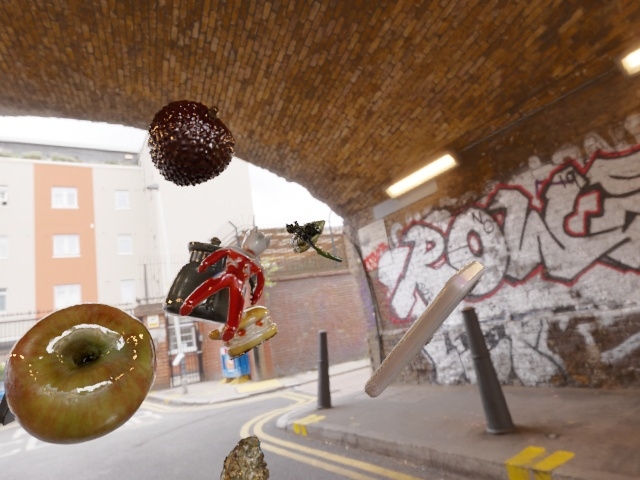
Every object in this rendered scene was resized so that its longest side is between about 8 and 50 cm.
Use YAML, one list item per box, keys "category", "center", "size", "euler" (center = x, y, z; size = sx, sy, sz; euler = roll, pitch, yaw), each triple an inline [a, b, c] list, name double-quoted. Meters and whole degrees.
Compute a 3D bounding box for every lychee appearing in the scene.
- category: "lychee"
  center: [-0.415, -0.312, 1.327]
  size: [0.304, 0.276, 0.276]
  euler: [-42, -27, 24]

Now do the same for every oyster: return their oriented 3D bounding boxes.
- category: "oyster"
  center: [-0.246, 0.796, 1.380]
  size: [0.092, 0.260, 0.198]
  euler: [-20, -37, 29]

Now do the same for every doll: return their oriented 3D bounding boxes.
- category: "doll"
  center: [-0.237, 0.091, 1.163]
  size: [0.188, 0.384, 0.099]
  euler: [37, -48, -10]

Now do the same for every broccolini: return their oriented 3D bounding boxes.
- category: "broccolini"
  center: [0.005, 0.004, 1.441]
  size: [0.271, 0.062, 0.123]
  euler: [36, -22, -35]

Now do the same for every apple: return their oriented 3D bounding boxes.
- category: "apple"
  center: [-0.462, 0.261, 0.813]
  size: [0.264, 0.264, 0.264]
  euler: [-9, -12, -2]

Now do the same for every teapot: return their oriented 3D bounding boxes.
- category: "teapot"
  center: [-0.356, 0.116, 1.340]
  size: [0.223, 0.285, 0.305]
  euler: [20, -21, -32]

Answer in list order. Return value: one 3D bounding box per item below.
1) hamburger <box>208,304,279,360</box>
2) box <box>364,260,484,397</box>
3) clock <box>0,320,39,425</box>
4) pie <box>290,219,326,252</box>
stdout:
- category: "hamburger"
  center: [-0.365, 0.424, 1.947]
  size: [0.302, 0.186, 0.261]
  euler: [-32, -3, 20]
- category: "box"
  center: [0.180, 0.158, 0.721]
  size: [0.142, 0.044, 0.285]
  euler: [-18, -36, -55]
- category: "clock"
  center: [-0.829, 0.378, 1.214]
  size: [0.049, 0.279, 0.273]
  euler: [18, -15, -13]
- category: "pie"
  center: [-0.068, -0.024, 2.037]
  size: [0.248, 0.090, 0.201]
  euler: [-26, 24, 55]
